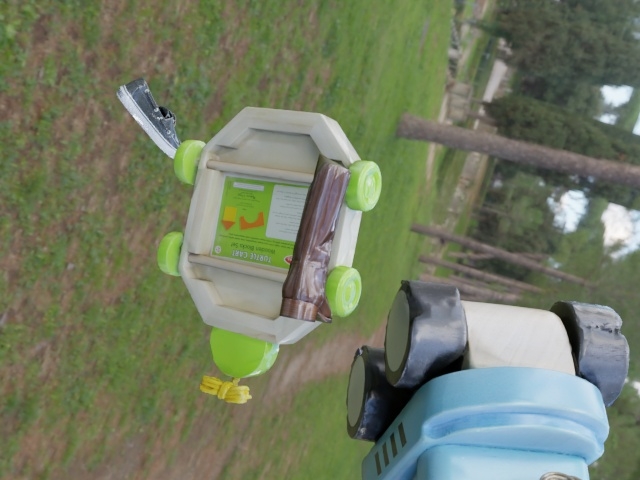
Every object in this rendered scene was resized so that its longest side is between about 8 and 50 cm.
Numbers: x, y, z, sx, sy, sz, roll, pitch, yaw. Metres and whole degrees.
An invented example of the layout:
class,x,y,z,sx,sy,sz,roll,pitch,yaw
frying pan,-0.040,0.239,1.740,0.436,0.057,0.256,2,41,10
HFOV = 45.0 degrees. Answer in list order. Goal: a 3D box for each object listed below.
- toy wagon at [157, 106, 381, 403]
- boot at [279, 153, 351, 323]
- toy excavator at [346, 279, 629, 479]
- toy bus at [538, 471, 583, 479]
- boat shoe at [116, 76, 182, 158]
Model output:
class,x,y,z,sx,sy,sz,roll,pitch,yaw
toy wagon,-0.072,0.018,0.914,0.068,0.267,0.344,10,91,-59
boot,0.000,0.000,0.550,0.106,0.037,0.114,66,34,-85
toy excavator,0.140,0.322,0.782,0.433,0.222,0.445,111,-15,-52
toy bus,0.265,0.267,0.562,0.202,0.191,0.104,-57,150,-80
boat shoe,-0.212,-0.158,1.013,0.040,0.049,0.142,-33,145,2
